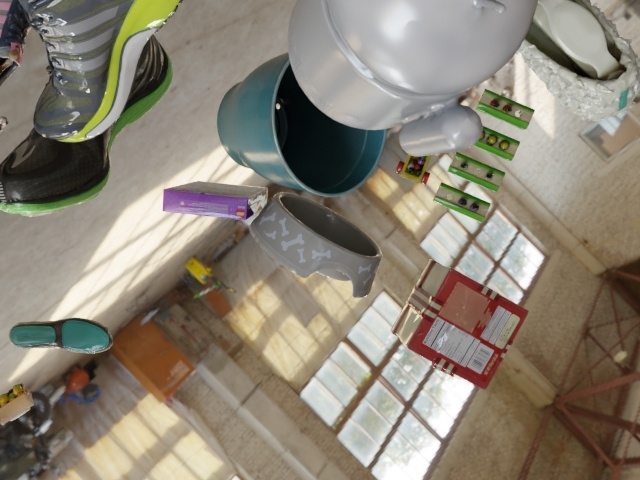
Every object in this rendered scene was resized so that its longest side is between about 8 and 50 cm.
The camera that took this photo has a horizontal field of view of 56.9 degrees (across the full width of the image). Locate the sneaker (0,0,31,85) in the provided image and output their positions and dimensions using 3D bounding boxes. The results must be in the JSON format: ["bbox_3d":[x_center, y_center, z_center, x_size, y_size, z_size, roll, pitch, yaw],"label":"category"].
[{"bbox_3d":[-0.672,-0.445,1.288,0.319,0.131,0.112,-58,158,1],"label":"sneaker"}]

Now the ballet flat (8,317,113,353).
[{"bbox_3d":[-0.413,0.149,0.957,0.052,0.168,0.057,-91,-175,-89],"label":"ballet flat"}]

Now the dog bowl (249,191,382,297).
[{"bbox_3d":[0.000,0.000,1.469,0.102,0.348,0.349,-59,175,16],"label":"dog bowl"}]

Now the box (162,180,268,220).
[{"bbox_3d":[-0.255,-0.106,1.499,0.293,0.200,0.057,-64,160,-79],"label":"box"}]

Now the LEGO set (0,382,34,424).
[{"bbox_3d":[-0.546,0.265,0.812,0.287,0.107,0.132,-34,180,12],"label":"LEGO set"}]

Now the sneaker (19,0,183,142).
[{"bbox_3d":[-0.238,-0.213,0.575,0.121,0.111,0.300,2,144,-42],"label":"sneaker"}]

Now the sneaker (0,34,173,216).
[{"bbox_3d":[-0.422,-0.237,1.012,0.202,0.185,0.483,80,20,-49],"label":"sneaker"}]

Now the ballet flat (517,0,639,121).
[{"bbox_3d":[0.305,-0.346,0.833,0.147,0.409,0.147,-37,168,-9],"label":"ballet flat"}]

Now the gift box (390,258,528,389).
[{"bbox_3d":[0.349,0.220,1.496,0.255,0.276,0.258,-56,-176,1],"label":"gift box"}]

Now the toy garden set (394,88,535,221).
[{"bbox_3d":[0.281,-0.187,1.171,0.049,0.203,0.245,-37,150,-84],"label":"toy garden set"}]

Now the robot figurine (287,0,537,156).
[{"bbox_3d":[0.082,-0.229,0.607,0.199,0.300,0.353,-25,-175,-13],"label":"robot figurine"}]

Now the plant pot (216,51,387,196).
[{"bbox_3d":[-0.055,-0.225,1.129,0.255,0.272,0.271,9,-134,49],"label":"plant pot"}]

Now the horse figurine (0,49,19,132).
[{"bbox_3d":[-0.570,-0.225,0.876,0.174,0.066,0.263,-41,169,23],"label":"horse figurine"}]
